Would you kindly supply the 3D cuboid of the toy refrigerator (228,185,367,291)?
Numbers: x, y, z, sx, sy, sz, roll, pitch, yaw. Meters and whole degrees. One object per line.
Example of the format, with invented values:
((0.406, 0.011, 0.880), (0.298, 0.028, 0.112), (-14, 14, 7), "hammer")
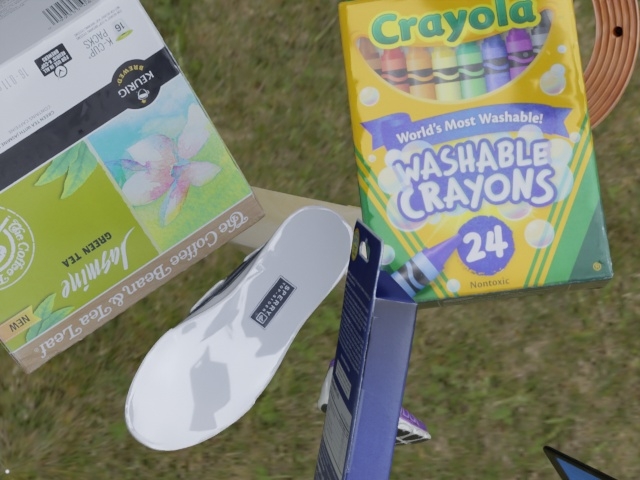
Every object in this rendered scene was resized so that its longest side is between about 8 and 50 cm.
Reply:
((0.000, 0.000, 1.715), (0.102, 0.270, 0.094), (34, 78, -36), "toy refrigerator")

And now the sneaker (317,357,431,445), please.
((0.067, 0.179, 1.462), (0.170, 0.068, 0.071), (39, 50, -41), "sneaker")

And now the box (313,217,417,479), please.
((0.032, 0.103, 0.947), (0.037, 0.136, 0.225), (7, 98, -7), "box")

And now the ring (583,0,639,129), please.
((0.271, -0.285, 1.772), (0.032, 0.337, 0.336), (-18, 83, -55), "ring")

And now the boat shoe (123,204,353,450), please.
((-0.084, 0.089, 1.305), (0.108, 0.102, 0.301), (40, 68, -4), "boat shoe")

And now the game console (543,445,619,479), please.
((0.247, 0.259, 1.199), (0.071, 0.122, 0.107), (17, 92, -33), "game console")

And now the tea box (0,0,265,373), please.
((-0.297, -0.093, 1.487), (0.329, 0.220, 0.323), (-35, 121, -6), "tea box")

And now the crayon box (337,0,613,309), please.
((0.129, -0.108, 1.155), (0.203, 0.083, 0.322), (-8, 81, 7), "crayon box")
